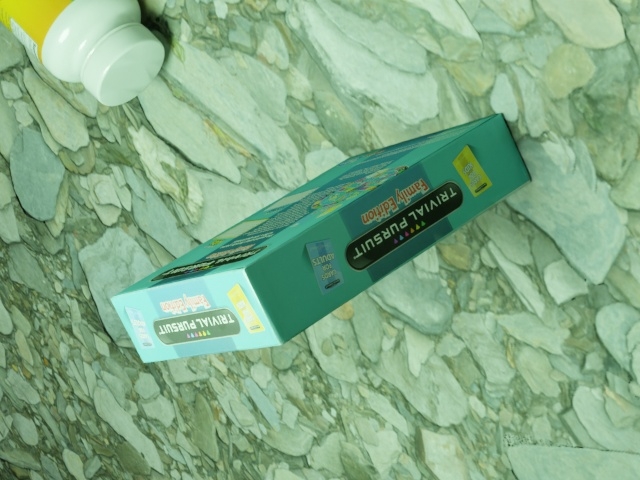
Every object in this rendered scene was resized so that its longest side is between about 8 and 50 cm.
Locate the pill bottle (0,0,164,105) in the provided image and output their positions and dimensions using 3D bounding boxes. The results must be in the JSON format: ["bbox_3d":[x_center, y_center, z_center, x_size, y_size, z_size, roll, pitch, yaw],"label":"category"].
[{"bbox_3d":[-0.302,-0.277,1.803,0.245,0.136,0.136,45,144,19],"label":"pill bottle"}]

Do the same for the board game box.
[{"bbox_3d":[0.000,0.000,1.455,0.254,0.336,0.079,-13,106,55],"label":"board game box"}]
